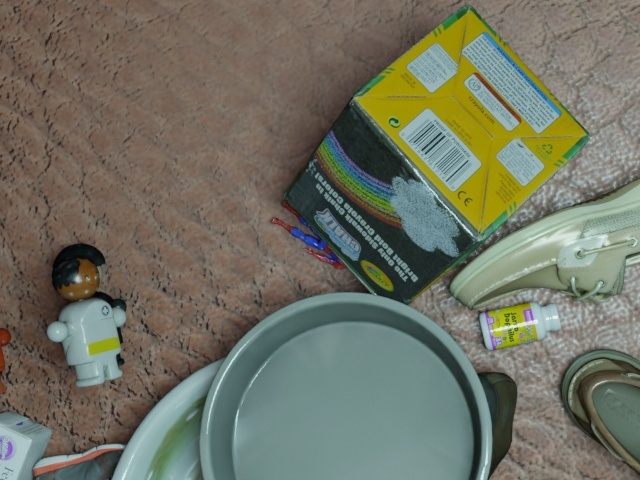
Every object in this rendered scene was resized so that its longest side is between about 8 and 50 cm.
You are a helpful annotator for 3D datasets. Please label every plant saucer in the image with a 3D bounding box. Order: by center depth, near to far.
[{"bbox_3d":[-0.029,0.314,1.172,0.400,0.100,0.401,-3,74,9],"label":"plant saucer"}]

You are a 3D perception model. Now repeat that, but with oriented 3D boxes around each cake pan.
[{"bbox_3d":[0.026,0.200,1.114,0.293,0.054,0.293,-3,74,10],"label":"cake pan"}]

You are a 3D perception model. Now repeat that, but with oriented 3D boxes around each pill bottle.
[{"bbox_3d":[0.217,0.091,1.205,0.083,0.043,0.043,-13,89,8],"label":"pill bottle"}]

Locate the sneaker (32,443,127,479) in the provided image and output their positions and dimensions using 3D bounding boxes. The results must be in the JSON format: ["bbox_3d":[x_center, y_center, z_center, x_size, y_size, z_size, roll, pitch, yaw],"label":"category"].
[{"bbox_3d":[-0.252,0.272,1.257,0.158,0.061,0.065,-15,64,19],"label":"sneaker"}]

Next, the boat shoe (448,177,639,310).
[{"bbox_3d":[0.284,0.015,1.161,0.302,0.109,0.098,-23,76,2],"label":"boat shoe"}]

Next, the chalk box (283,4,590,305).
[{"bbox_3d":[0.099,-0.062,1.130,0.179,0.289,0.180,-41,87,-27],"label":"chalk box"}]

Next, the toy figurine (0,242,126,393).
[{"bbox_3d":[-0.315,0.089,1.189,0.213,0.209,0.148,-12,91,-9],"label":"toy figurine"}]

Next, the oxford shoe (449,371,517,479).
[{"bbox_3d":[0.161,0.243,1.194,0.083,0.096,0.227,39,119,37],"label":"oxford shoe"}]

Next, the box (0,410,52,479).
[{"bbox_3d":[-0.405,0.360,1.284,0.063,0.067,0.324,22,94,7],"label":"box"}]

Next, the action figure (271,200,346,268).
[{"bbox_3d":[0.000,0.000,1.244,0.115,0.030,0.038,33,90,4],"label":"action figure"}]

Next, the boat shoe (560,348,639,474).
[{"bbox_3d":[0.394,0.233,1.145,0.324,0.116,0.123,30,94,7],"label":"boat shoe"}]
